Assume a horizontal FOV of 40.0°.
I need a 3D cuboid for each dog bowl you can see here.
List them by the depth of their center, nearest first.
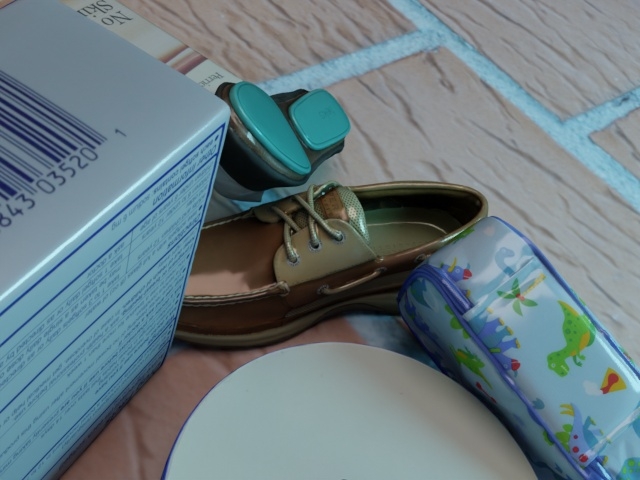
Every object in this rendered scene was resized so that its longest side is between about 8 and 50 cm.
[{"bbox_3d":[0.017,0.203,0.589,0.265,0.104,0.264,10,47,-10],"label":"dog bowl"}]

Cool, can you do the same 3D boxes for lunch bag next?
[{"bbox_3d":[0.153,0.095,0.663,0.090,0.176,0.219,-37,85,-9],"label":"lunch bag"}]

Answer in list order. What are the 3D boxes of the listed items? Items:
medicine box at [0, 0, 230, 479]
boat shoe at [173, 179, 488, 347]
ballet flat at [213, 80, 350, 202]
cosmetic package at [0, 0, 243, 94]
[{"bbox_3d":[-0.208,0.048,0.525,0.149,0.289,0.263,33,48,8],"label":"medicine box"},{"bbox_3d":[0.000,0.000,0.752,0.324,0.120,0.122,-9,53,-25],"label":"boat shoe"},{"bbox_3d":[-0.047,-0.080,0.769,0.095,0.096,0.280,58,19,3],"label":"ballet flat"},{"bbox_3d":[-0.236,-0.142,0.795,0.296,0.129,0.153,33,47,11],"label":"cosmetic package"}]
